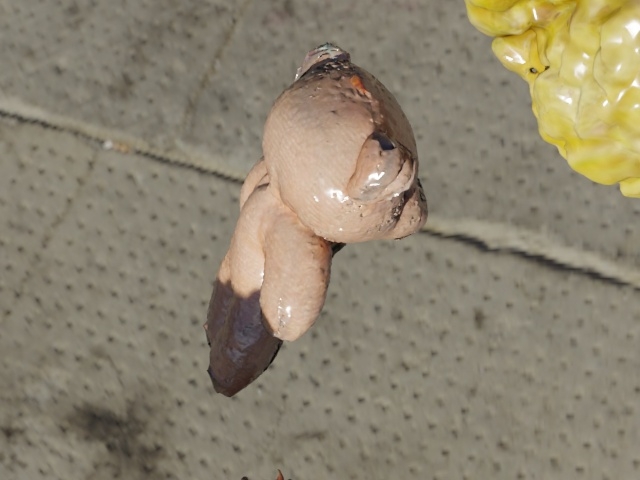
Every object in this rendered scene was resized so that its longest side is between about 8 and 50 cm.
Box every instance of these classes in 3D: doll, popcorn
[{"bbox_3d":[0.000,0.000,1.263,0.156,0.303,0.201,10,35,-22],"label":"doll"},{"bbox_3d":[0.252,-0.167,1.166,0.225,0.332,0.265,28,106,62],"label":"popcorn"}]

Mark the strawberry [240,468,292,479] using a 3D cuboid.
[{"bbox_3d":[-0.031,0.340,1.367,0.150,0.253,0.280,-12,69,-17],"label":"strawberry"}]
